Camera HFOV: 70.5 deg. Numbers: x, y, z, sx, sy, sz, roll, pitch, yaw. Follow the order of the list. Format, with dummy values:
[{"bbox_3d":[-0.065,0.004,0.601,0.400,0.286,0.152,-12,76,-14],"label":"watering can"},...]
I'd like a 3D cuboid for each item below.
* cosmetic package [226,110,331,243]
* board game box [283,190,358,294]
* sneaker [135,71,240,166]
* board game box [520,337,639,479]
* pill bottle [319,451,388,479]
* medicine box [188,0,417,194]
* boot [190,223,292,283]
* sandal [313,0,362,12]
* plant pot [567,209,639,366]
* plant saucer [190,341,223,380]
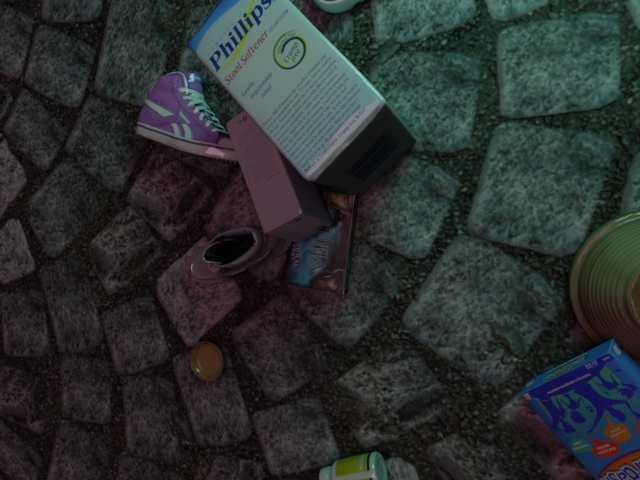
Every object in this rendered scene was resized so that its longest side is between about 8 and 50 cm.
[{"bbox_3d":[-0.075,-0.118,0.810,0.085,0.117,0.231,-28,68,21],"label":"cosmetic package"},{"bbox_3d":[0.000,0.000,0.854,0.126,0.026,0.186,8,95,21],"label":"board game box"},{"bbox_3d":[-0.245,-0.251,0.903,0.282,0.102,0.161,22,97,19],"label":"sneaker"},{"bbox_3d":[0.430,0.268,0.655,0.210,0.047,0.160,49,132,13],"label":"board game box"},{"bbox_3d":[0.059,0.430,0.826,0.116,0.065,0.065,-22,84,20],"label":"pill bottle"},{"bbox_3d":[-0.011,-0.231,0.723,0.149,0.263,0.289,-45,77,16],"label":"medicine box"},{"bbox_3d":[-0.187,0.023,0.865,0.258,0.123,0.095,-23,80,28],"label":"boot"},{"bbox_3d":[0.136,-0.558,0.741,0.416,0.102,0.169,-46,76,16],"label":"sandal"},{"bbox_3d":[0.482,0.073,0.627,0.237,0.110,0.237,1,92,20],"label":"plant pot"},{"bbox_3d":[-0.238,0.254,0.961,0.083,0.015,0.083,1,93,22],"label":"plant saucer"}]
